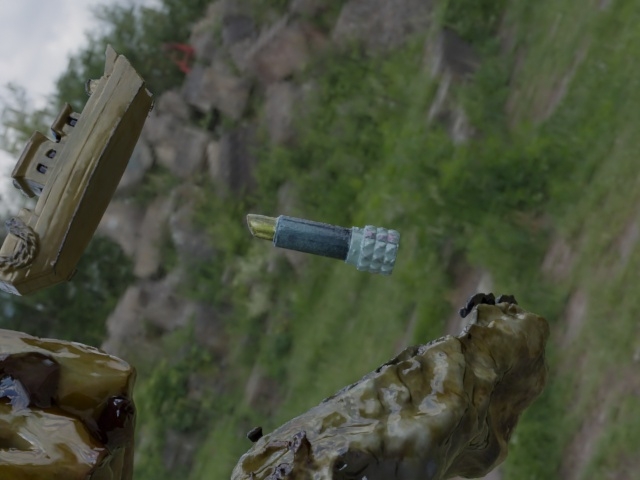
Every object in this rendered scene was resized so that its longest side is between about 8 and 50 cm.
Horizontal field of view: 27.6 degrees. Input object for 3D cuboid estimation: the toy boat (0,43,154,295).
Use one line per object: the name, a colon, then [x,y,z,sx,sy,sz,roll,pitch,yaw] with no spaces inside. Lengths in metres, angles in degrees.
toy boat: [-0.194,-0.055,0.997,0.064,0.072,0.206,76,-145,-67]

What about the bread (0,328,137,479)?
bread: [-0.270,0.184,0.743,0.167,0.324,0.277,-102,18,-48]

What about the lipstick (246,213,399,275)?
lipstick: [0.000,0.000,0.985,0.037,0.116,0.037,-170,90,-87]

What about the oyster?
oyster: [0.044,0.127,0.755,0.345,0.078,0.128,-21,-47,-48]
